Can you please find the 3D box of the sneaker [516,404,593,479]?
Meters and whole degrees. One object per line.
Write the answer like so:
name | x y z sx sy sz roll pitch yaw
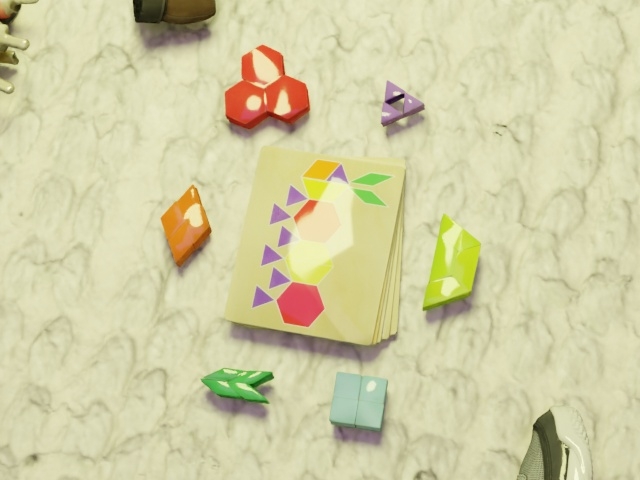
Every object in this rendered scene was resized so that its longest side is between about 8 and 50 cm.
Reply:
sneaker | 0.132 0.256 1.222 0.153 0.101 0.269 10 76 4

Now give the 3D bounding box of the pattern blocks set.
pattern blocks set | 0.000 0.000 1.350 0.285 0.026 0.325 18 75 9

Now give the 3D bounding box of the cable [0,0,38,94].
cable | -0.400 -0.213 1.421 0.287 0.072 0.139 9 68 7

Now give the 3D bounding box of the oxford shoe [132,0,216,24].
oxford shoe | -0.129 -0.307 1.438 0.096 0.083 0.227 3 73 -14
